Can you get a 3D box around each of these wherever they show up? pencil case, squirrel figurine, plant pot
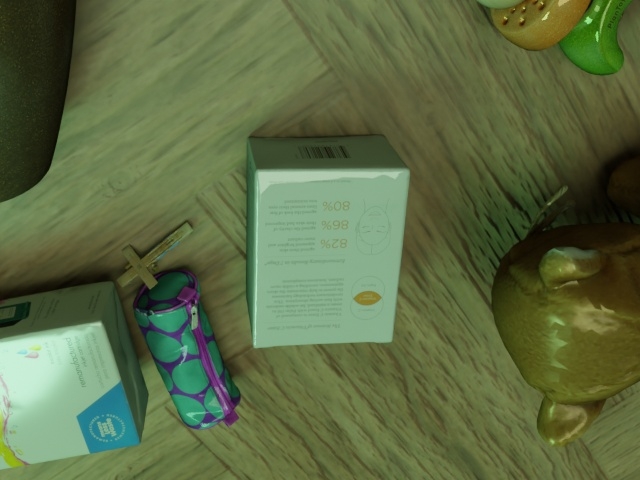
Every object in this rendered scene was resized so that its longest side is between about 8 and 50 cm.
[{"bbox_3d":[-0.125,0.106,0.756,0.064,0.070,0.151,-41,127,-37],"label":"pencil case"},{"bbox_3d":[0.345,0.055,0.631,0.371,0.397,0.280,-11,122,-15],"label":"squirrel figurine"},{"bbox_3d":[-0.263,-0.143,0.549,0.216,0.215,0.230,-3,131,-8],"label":"plant pot"}]

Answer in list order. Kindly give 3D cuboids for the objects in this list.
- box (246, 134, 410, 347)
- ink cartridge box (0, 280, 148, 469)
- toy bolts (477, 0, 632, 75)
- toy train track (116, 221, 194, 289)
[{"bbox_3d":[0.000,0.000,0.712,0.130,0.091,0.170,-1,116,-10],"label":"box"},{"bbox_3d":[-0.283,0.127,0.701,0.231,0.078,0.134,-11,116,-1],"label":"ink cartridge box"},{"bbox_3d":[0.228,-0.239,0.575,0.159,0.218,0.228,11,107,-29],"label":"toy bolts"},{"bbox_3d":[-0.150,0.014,0.732,0.083,0.048,0.014,-40,161,-1],"label":"toy train track"}]
